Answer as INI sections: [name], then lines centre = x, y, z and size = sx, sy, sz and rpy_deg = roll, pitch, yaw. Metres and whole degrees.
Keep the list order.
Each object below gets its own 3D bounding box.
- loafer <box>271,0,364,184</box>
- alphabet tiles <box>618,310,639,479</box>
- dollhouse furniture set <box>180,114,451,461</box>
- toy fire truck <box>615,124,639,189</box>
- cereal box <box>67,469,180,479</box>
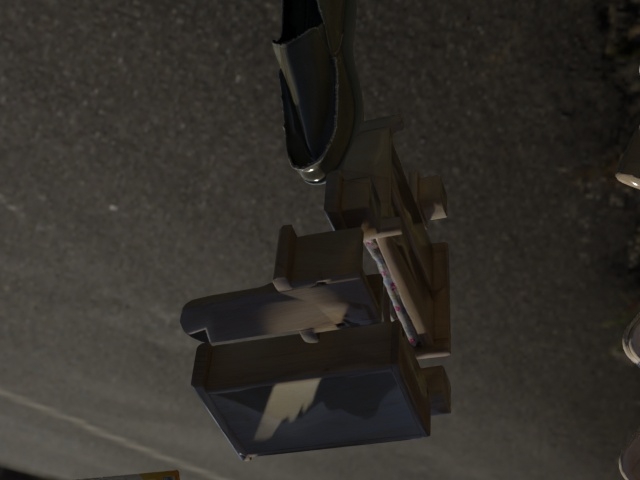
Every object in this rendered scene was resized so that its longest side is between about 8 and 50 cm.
[loafer]
centre = -0.016, -0.182, 1.220
size = 0.094, 0.251, 0.087
rpy_deg = -12, 165, 43
[alphabet tiles]
centre = 0.370, 0.125, 0.907
size = 0.284, 0.278, 0.021
rpy_deg = 44, 168, -6
[dollhouse furniture set]
centre = 0.000, 0.000, 1.054
size = 0.174, 0.355, 0.303
rpy_deg = -9, 136, 15
[toy fire truck]
centre = 0.287, 0.007, 0.695
size = 0.158, 0.217, 0.246
rpy_deg = 56, 151, -16
[cereal box]
centre = -0.253, 0.324, 1.150
size = 0.240, 0.173, 0.047
rpy_deg = -3, 166, -16
